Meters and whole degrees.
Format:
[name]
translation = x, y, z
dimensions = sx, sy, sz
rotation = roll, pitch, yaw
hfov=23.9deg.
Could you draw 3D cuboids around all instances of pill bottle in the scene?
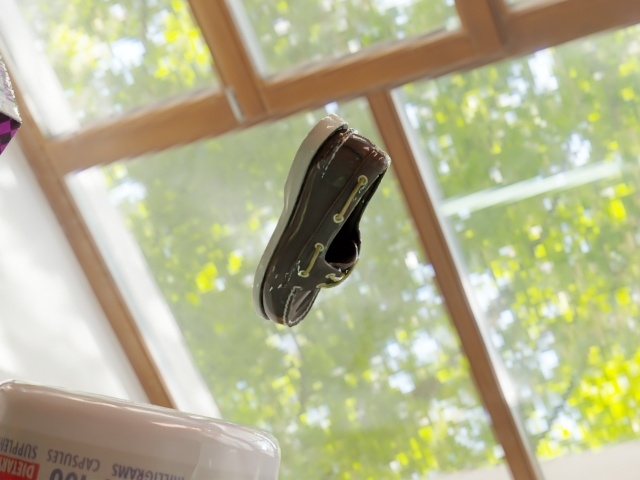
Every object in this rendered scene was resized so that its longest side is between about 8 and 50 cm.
[pill bottle]
translation = -0.176, 0.321, 1.124
dimensions = 0.229, 0.229, 0.407
rotation = 4, -100, 44

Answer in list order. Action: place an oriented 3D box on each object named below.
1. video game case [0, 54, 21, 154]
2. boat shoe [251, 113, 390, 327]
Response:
[video game case]
translation = -0.400, -0.078, 1.579
dimensions = 0.232, 0.042, 0.210
rotation = -53, -150, 12
[boat shoe]
translation = 0.000, 0.000, 1.274
dimensions = 0.069, 0.227, 0.081
rotation = 33, -135, 16
